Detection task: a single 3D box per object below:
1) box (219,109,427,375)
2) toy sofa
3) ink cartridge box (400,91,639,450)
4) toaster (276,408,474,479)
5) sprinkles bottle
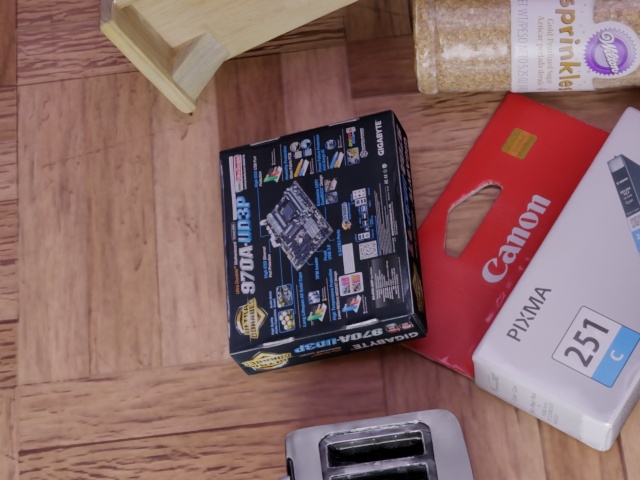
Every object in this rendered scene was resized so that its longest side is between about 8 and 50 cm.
[{"bbox_3d":[0.000,0.000,1.770,0.175,0.051,0.220,-14,59,14],"label":"box"},{"bbox_3d":[-0.026,-0.284,1.819,0.362,0.150,0.177,-21,50,22],"label":"toy sofa"},{"bbox_3d":[0.214,0.006,1.756,0.261,0.066,0.296,26,67,19],"label":"ink cartridge box"},{"bbox_3d":[0.060,0.242,1.616,0.186,0.110,0.168,-8,61,2],"label":"toaster"},{"bbox_3d":[0.267,-0.200,1.833,0.355,0.121,0.121,-1,61,6],"label":"sprinkles bottle"}]
